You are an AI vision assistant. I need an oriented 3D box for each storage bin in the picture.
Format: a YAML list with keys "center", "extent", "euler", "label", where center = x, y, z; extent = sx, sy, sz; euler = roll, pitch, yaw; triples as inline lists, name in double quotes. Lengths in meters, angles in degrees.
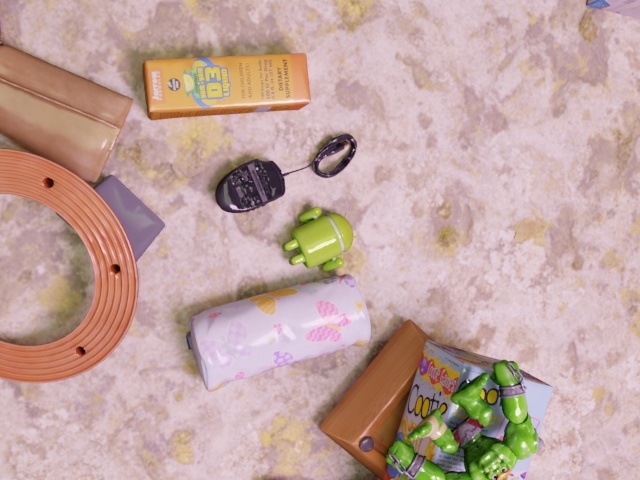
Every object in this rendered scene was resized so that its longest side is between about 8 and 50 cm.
- center: [-0.291, -0.026, 1.004]
  extent: [0.135, 0.098, 0.091]
  euler: [44, 74, -14]
  label: "storage bin"

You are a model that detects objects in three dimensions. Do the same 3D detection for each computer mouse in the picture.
- center: [-0.051, -0.105, 1.086]
  extent: [0.242, 0.041, 0.071]
  euler: [-23, 99, -18]
  label: "computer mouse"

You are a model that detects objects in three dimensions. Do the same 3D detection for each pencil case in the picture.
- center: [-0.061, 0.139, 1.065]
  extent: [0.273, 0.113, 0.124]
  euler: [-16, 109, -12]
  label: "pencil case"

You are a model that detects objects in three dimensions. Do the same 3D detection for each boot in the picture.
- center: [-0.384, -0.239, 0.962]
  extent: [0.269, 0.089, 0.236]
  euler: [25, 98, -16]
  label: "boot"

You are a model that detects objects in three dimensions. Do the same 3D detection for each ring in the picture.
- center: [-0.408, 0.040, 0.957]
  extent: [0.337, 0.032, 0.336]
  euler: [1, 108, 4]
  label: "ring"

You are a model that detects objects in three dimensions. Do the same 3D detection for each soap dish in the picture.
- center: [0.179, 0.307, 1.140]
  extent: [0.291, 0.118, 0.229]
  euler: [42, 84, -15]
  label: "soap dish"

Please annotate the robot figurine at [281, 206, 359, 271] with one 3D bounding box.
- center: [0.000, 0.000, 1.089]
  extent: [0.115, 0.067, 0.101]
  euler: [-25, 89, -11]
  label: "robot figurine"

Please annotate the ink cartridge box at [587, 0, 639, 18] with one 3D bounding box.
- center: [0.523, -0.411, 1.171]
  extent: [0.122, 0.088, 0.052]
  euler: [9, 91, -16]
  label: "ink cartridge box"

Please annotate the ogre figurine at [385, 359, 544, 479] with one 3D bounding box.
- center: [0.193, 0.250, 0.886]
  extent: [0.197, 0.097, 0.118]
  euler: [-36, 82, -21]
  label: "ogre figurine"

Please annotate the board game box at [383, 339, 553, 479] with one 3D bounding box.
- center: [0.197, 0.303, 1.009]
  extent: [0.144, 0.142, 0.275]
  euler: [17, 92, -14]
  label: "board game box"

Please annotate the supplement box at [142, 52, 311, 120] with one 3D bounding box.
- center: [-0.136, -0.224, 1.027]
  extent: [0.233, 0.080, 0.078]
  euler: [-7, 95, -12]
  label: "supplement box"
